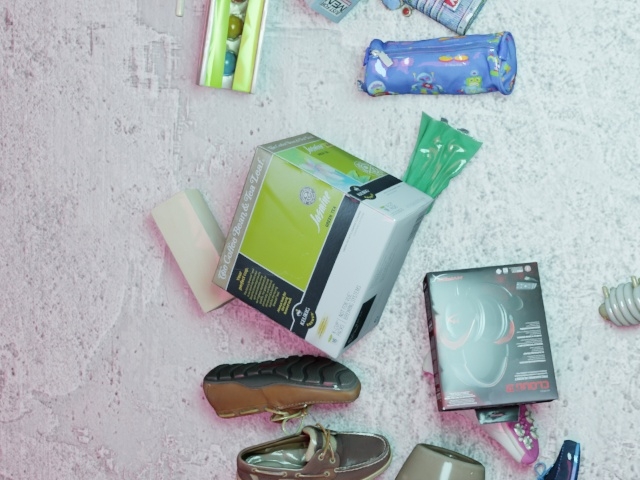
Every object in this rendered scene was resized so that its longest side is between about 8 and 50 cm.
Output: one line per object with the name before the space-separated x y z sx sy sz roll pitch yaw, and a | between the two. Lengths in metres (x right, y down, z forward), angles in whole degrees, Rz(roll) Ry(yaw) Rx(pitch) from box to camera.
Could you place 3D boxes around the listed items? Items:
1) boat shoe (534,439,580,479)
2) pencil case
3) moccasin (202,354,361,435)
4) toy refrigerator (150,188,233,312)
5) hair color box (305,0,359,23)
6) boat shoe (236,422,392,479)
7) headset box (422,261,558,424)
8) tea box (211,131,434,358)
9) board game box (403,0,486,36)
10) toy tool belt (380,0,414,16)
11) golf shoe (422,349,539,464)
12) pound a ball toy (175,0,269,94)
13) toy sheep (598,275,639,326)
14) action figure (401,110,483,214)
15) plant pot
boat shoe | 0.456 0.517 1.640 0.089 0.109 0.258 16 101 24
pencil case | 0.228 -0.345 1.607 0.306 0.133 0.119 3 78 22
moccasin | -0.086 0.348 1.832 0.380 0.139 0.147 -10 107 20
toy refrigerator | -0.273 0.022 1.892 0.102 0.094 0.269 -31 85 17
hair color box | 0.090 -0.636 1.614 0.374 0.114 0.185 -41 64 22
boat shoe | -0.012 0.458 1.747 0.342 0.123 0.123 -5 135 -5
headset box | 0.322 0.201 1.571 0.218 0.110 0.293 -5 76 2
tea box | 0.000 0.000 1.676 0.324 0.220 0.329 30 116 17
board game box | 0.287 -0.507 1.584 0.194 0.060 0.194 34 97 13
toy tool belt | 0.150 -0.489 1.663 0.052 0.051 0.083 -43 80 22
golf shoe | 0.327 0.329 1.676 0.140 0.115 0.306 -40 73 31
pound a ball toy | -0.223 -0.490 1.758 0.208 0.136 0.319 6 102 -14
toy sheep | 0.585 0.117 1.542 0.132 0.091 0.091 -30 85 42
action figure | 0.221 -0.134 1.675 0.137 0.063 0.232 32 115 15
plant pot | 0.233 0.548 1.683 0.263 0.263 0.229 15 85 21
